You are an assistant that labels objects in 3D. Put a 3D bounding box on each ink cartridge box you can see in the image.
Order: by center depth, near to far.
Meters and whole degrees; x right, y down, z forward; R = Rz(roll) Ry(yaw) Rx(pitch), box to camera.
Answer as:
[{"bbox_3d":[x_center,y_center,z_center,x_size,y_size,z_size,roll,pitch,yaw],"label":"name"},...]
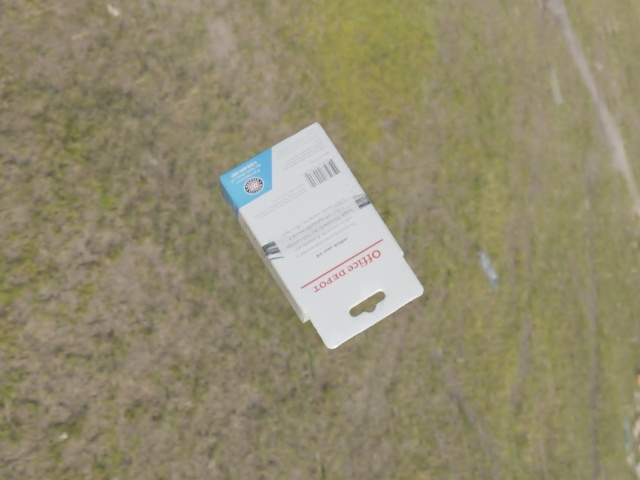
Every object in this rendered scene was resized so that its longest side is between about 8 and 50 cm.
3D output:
[{"bbox_3d":[0.000,0.000,0.439,0.083,0.048,0.028,58,-9,9],"label":"ink cartridge box"}]
